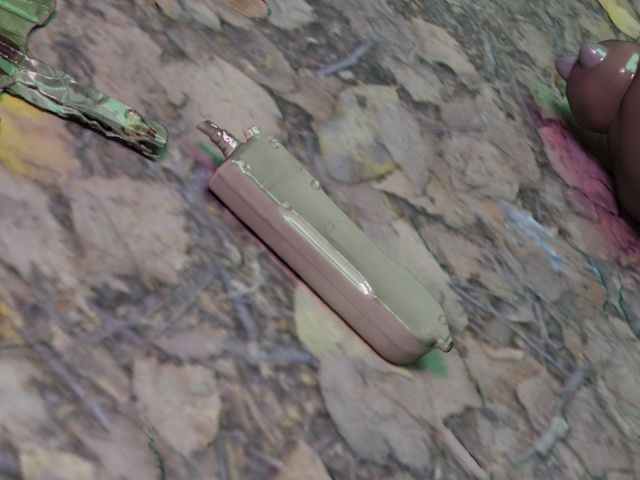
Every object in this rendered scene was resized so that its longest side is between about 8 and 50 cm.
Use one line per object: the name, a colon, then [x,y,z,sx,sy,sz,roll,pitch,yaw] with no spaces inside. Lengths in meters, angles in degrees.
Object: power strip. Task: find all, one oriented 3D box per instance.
power strip: [0.000,0.000,0.749,0.191,0.030,0.047,44,36,1]

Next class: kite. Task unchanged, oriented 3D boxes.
kite: [-0.196,-0.116,0.692,0.268,0.013,0.323,31,37,-17]

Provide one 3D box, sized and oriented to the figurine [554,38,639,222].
figurine: [0.367,-0.045,1.027,0.380,0.248,0.203,43,56,-22]
